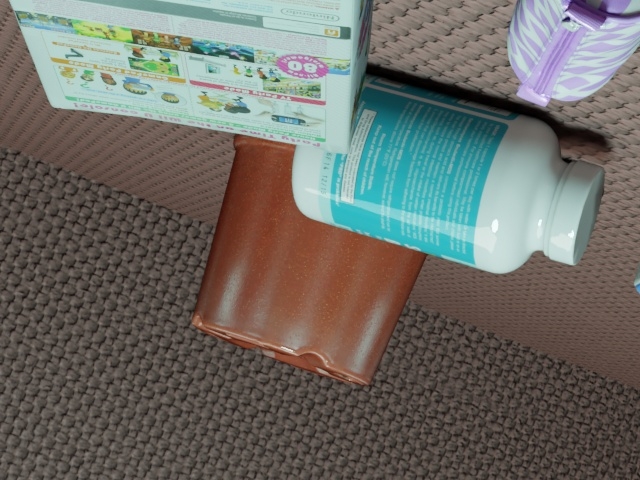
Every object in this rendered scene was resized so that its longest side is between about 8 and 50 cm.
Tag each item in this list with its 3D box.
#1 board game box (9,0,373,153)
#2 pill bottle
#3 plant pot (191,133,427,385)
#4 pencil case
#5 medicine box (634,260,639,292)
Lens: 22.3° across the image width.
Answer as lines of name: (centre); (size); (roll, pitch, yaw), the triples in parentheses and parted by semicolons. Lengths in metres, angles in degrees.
board game box: (-0.079, -0.169, 1.041); (0.224, 0.097, 0.303); (10, 160, 3)
pill bottle: (0.118, -0.057, 1.476); (0.264, 0.146, 0.146); (17, 172, 19)
plant pot: (0.000, 0.000, 1.725); (0.272, 0.265, 0.272); (19, 172, 3)
pencil case: (0.163, -0.142, 0.985); (0.086, 0.088, 0.206); (21, 173, 4)
medicine box: (0.407, 0.003, 1.177); (0.289, 0.149, 0.263); (18, 172, 2)
